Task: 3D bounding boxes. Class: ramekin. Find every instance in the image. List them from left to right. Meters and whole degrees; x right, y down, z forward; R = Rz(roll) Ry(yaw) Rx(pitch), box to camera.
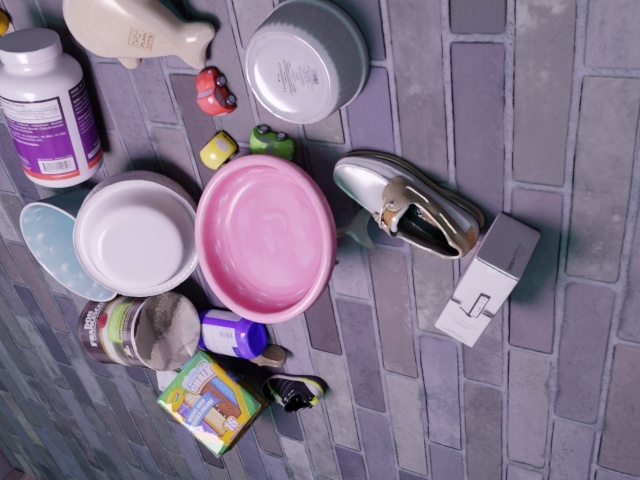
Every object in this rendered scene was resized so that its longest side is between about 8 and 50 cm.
[{"bbox_3d":[-0.032,-0.298,1.130,0.207,0.109,0.207,18,134,20],"label":"ramekin"}]

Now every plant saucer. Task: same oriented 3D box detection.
[{"bbox_3d":[-0.102,-0.005,1.319,0.332,0.084,0.332,5,99,32],"label":"plant saucer"}]

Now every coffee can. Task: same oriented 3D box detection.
[{"bbox_3d":[-0.478,0.233,1.743,0.275,0.201,0.202,-4,124,42],"label":"coffee can"}]

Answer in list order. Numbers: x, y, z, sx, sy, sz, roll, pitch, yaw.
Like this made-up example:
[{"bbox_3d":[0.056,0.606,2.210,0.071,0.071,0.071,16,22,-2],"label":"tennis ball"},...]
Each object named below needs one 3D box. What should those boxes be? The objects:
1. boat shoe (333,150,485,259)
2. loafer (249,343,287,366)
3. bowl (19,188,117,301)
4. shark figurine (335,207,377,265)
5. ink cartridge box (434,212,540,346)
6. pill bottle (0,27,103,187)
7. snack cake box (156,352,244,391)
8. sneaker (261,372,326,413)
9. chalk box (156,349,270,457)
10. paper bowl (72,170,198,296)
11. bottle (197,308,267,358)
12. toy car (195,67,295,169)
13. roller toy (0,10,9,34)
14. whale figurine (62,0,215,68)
[{"bbox_3d":[0.149,-0.067,1.214,0.302,0.103,0.113,25,136,13],"label":"boat shoe"},{"bbox_3d":[-0.145,0.310,1.779,0.148,0.056,0.050,12,133,39],"label":"loafer"},{"bbox_3d":[-0.598,-0.010,1.717,0.311,0.163,0.312,18,134,20],"label":"bowl"},{"bbox_3d":[-0.005,-0.012,1.376,0.166,0.116,0.278,12,153,-23],"label":"shark figurine"},{"bbox_3d":[0.301,0.071,1.202,0.086,0.148,0.203,29,136,11],"label":"ink cartridge box"},{"bbox_3d":[-0.600,-0.289,1.462,0.181,0.181,0.323,18,134,20],"label":"pill bottle"},{"bbox_3d":[-0.362,0.427,1.997,0.264,0.089,0.152,22,133,16],"label":"snack cake box"},{"bbox_3d":[-0.090,0.420,1.803,0.234,0.097,0.084,-17,115,42],"label":"sneaker"},{"bbox_3d":[-0.307,0.416,1.799,0.289,0.179,0.180,40,174,10],"label":"chalk box"},{"bbox_3d":[-0.410,-0.005,1.502,0.284,0.148,0.284,-4,113,-11],"label":"paper bowl"},{"bbox_3d":[-0.281,0.243,1.779,0.282,0.092,0.118,3,123,32],"label":"bottle"},{"bbox_3d":[-0.159,-0.208,1.333,0.225,0.053,0.239,22,136,16],"label":"toy car"},{"bbox_3d":[-0.811,-0.470,1.436,0.209,0.191,0.146,30,136,8],"label":"roller toy"},{"bbox_3d":[-0.330,-0.419,1.232,0.272,0.141,0.216,16,139,-13],"label":"whale figurine"}]
